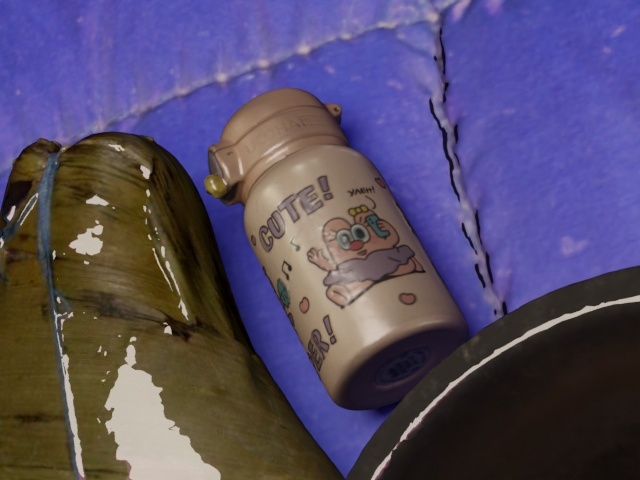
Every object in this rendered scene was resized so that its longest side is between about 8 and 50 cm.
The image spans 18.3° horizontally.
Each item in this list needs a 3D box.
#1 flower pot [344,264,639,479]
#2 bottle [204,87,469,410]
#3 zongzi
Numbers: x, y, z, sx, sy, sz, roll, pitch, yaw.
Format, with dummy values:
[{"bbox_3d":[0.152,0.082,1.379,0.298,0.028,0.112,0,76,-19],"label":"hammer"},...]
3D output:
[{"bbox_3d":[0.202,0.216,0.990,0.379,0.251,0.379,-16,58,29],"label":"flower pot"},{"bbox_3d":[0.000,0.000,1.252,0.110,0.097,0.209,-19,60,-20],"label":"bottle"},{"bbox_3d":[-0.054,0.091,1.206,0.360,0.160,0.323,1,76,26],"label":"zongzi"}]
